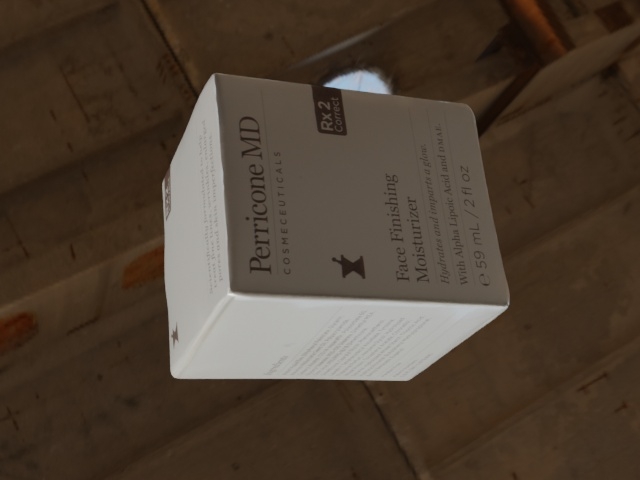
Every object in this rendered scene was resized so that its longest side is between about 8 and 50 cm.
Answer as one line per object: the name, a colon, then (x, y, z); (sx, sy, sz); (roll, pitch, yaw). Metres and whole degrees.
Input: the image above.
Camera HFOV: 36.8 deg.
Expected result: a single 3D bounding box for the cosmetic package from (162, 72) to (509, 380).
cosmetic package: (0.000, 0.000, 0.643); (0.183, 0.151, 0.151); (3, -117, -22)
